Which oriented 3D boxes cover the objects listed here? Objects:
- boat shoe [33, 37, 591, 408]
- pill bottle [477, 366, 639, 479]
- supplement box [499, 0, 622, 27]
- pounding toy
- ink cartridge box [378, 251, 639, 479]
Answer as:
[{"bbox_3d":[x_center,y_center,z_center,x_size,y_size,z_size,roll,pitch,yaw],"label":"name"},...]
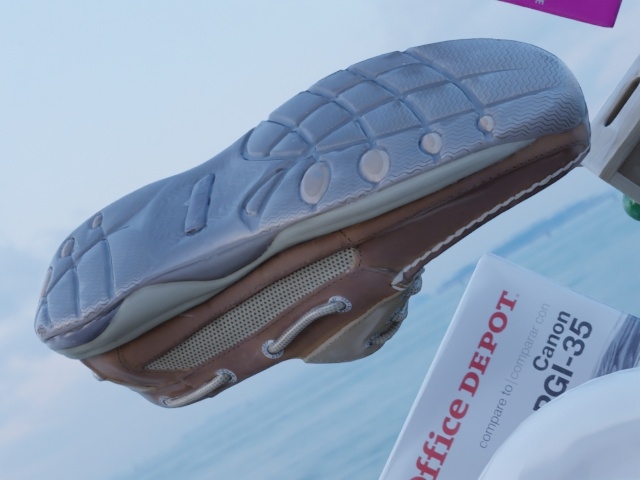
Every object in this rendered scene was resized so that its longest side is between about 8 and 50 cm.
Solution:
[{"bbox_3d":[0.000,0.000,0.698,0.324,0.116,0.123,-23,34,28],"label":"boat shoe"},{"bbox_3d":[0.169,0.132,0.523,0.162,0.162,0.278,-31,-20,21],"label":"pill bottle"},{"bbox_3d":[0.111,-0.230,0.916,0.114,0.220,0.111,-56,-19,-73],"label":"supplement box"},{"bbox_3d":[0.252,-0.070,1.006,0.141,0.130,0.100,-56,15,11],"label":"pounding toy"},{"bbox_3d":[0.197,0.161,0.926,0.207,0.283,0.117,-65,-10,-8],"label":"ink cartridge box"}]
